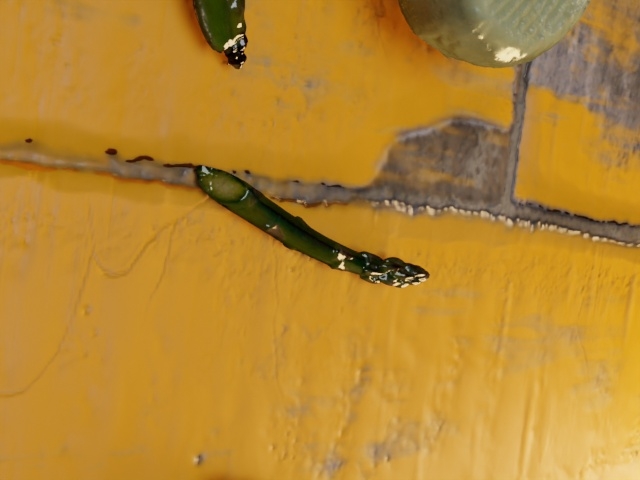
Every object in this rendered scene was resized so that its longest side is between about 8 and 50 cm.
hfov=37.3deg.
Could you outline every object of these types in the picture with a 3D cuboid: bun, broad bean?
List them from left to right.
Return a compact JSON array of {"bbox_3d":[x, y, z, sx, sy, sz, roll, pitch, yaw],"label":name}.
[{"bbox_3d":[-0.048,-0.219,0.646,0.061,0.046,0.195,16,92,-50],"label":"broad bean"},{"bbox_3d":[0.129,-0.233,0.736,0.196,0.118,0.195,-12,110,-35],"label":"bun"}]

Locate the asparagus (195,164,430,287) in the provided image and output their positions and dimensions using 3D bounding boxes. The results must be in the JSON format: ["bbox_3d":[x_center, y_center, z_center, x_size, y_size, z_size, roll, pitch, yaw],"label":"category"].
[{"bbox_3d":[0.000,-0.001,0.729,0.236,0.027,0.034,26,92,-37],"label":"asparagus"}]
